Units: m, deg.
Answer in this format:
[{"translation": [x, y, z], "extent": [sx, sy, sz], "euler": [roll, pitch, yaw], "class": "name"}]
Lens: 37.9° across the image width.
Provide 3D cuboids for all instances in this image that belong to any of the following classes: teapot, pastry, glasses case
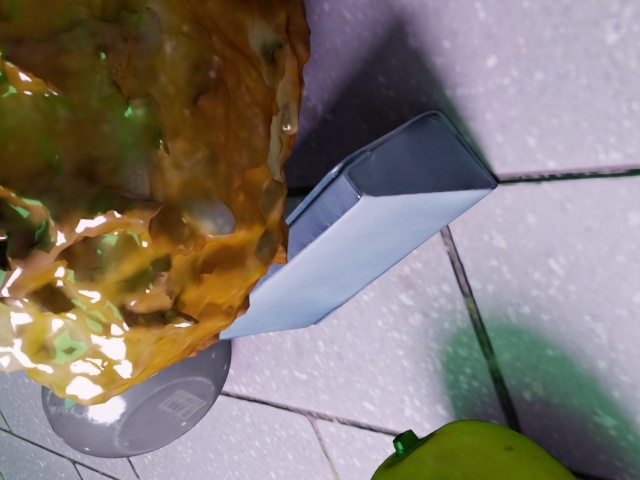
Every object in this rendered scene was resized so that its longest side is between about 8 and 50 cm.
[{"translation": [-0.207, 0.075, 0.893], "extent": [0.251, 0.183, 0.184], "euler": [50, 147, 30], "class": "teapot"}, {"translation": [-0.155, -0.092, 0.551], "extent": [0.405, 0.292, 0.338], "euler": [164, 118, -77], "class": "pastry"}, {"translation": [0.000, 0.000, 0.644], "extent": [0.266, 0.105, 0.056], "euler": [-43, 57, 55], "class": "glasses case"}]

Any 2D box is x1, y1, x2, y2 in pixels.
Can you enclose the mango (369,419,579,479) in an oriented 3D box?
[{"translation": [0.146, 0.278, 0.630], "extent": [0.192, 0.156, 0.343], "euler": [3, 124, 60], "class": "mango"}]
